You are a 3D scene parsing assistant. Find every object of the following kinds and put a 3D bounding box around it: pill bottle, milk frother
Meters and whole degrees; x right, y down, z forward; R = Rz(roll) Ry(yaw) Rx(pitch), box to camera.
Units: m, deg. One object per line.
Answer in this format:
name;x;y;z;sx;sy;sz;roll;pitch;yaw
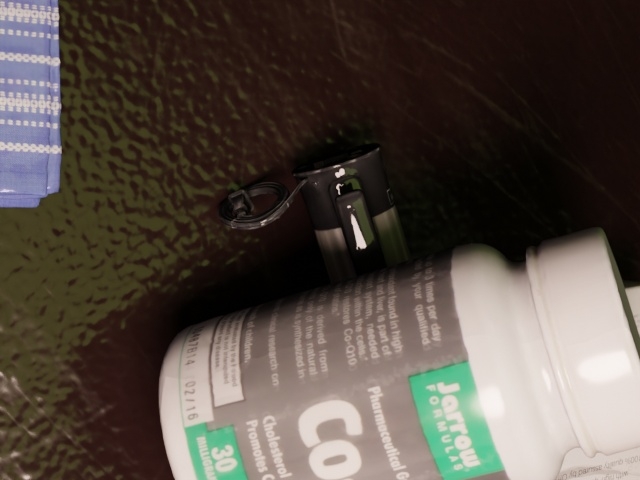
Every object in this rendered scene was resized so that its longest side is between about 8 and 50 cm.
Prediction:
pill bottle;0.073;0.119;1.037;0.361;0.204;0.204;-18;103;14
milk frother;0.000;0.000;1.159;0.143;0.129;0.134;-14;101;18

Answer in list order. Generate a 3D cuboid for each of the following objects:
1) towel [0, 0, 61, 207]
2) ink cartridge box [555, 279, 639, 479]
towel;-0.325;-0.194;1.017;0.243;0.040;0.336;0;90;-25
ink cartridge box;0.209;0.201;1.241;0.223;0.129;0.307;-7;96;-27
